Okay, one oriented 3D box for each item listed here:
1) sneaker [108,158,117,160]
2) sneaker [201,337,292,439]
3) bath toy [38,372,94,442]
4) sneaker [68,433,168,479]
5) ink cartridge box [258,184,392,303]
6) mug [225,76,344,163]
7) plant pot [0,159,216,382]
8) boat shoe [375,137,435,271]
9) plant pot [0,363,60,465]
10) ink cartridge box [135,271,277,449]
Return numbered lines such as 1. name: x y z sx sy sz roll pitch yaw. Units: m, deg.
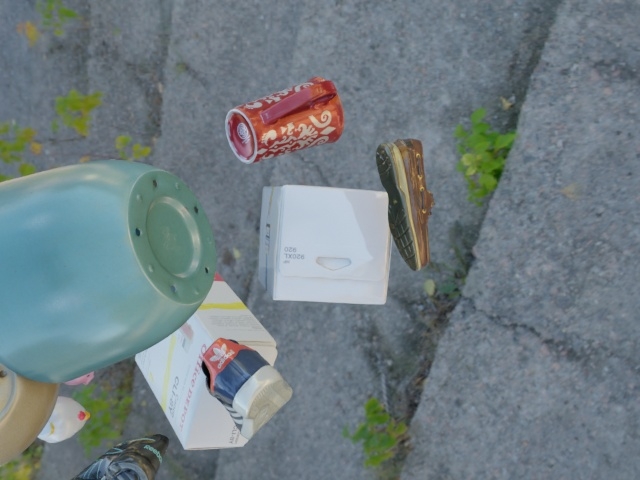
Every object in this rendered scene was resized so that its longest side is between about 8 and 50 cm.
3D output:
1. sneaker: -0.532 -0.130 1.664 0.104 0.262 0.125 -20 122 21
2. sneaker: -0.146 0.268 1.347 0.148 0.131 0.350 40 158 15
3. bath toy: -0.558 0.263 1.582 0.151 0.129 0.349 -11 77 31
4. sneaker: -0.372 0.432 1.308 0.267 0.106 0.101 -30 104 31
5. ink cartridge box: 0.000 0.000 1.127 0.232 0.171 0.169 -160 73 -78
6. mug: -0.058 -0.205 1.156 0.113 0.169 0.150 47 144 30
7. plant pot: -0.284 0.025 0.964 0.235 0.293 0.293 -16 90 23
8. boat shoe: 0.122 -0.046 0.932 0.064 0.060 0.178 -150 44 -66
9. plant pot: -0.497 0.199 0.994 0.191 0.284 0.284 -14 91 61
10. ink cartridge box: -0.283 0.261 1.683 0.384 0.160 0.280 38 116 51
